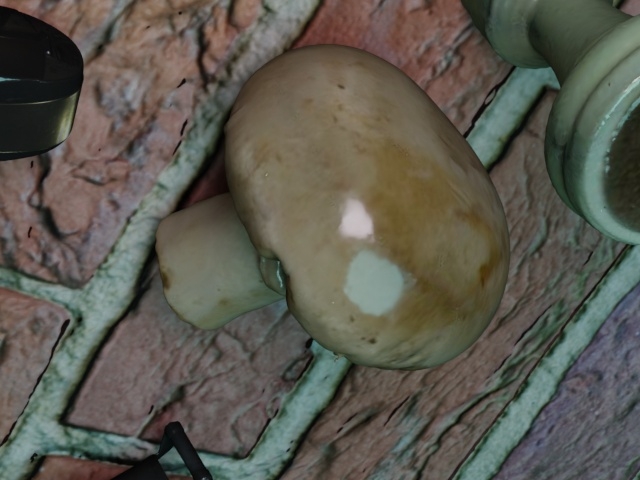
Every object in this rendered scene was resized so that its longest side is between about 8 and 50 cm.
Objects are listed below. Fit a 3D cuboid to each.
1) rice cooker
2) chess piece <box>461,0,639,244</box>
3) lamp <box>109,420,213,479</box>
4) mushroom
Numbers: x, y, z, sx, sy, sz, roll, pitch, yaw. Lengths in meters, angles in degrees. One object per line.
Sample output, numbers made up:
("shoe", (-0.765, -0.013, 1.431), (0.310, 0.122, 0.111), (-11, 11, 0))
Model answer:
("rice cooker", (-0.264, -0.118, 1.068), (0.165, 0.112, 0.106), (-6, 133, -19))
("chess piece", (0.225, -0.152, 1.137), (0.194, 0.299, 0.195), (-12, 130, -15))
("lamp", (-0.211, 0.301, 1.413), (0.227, 0.147, 0.172), (-28, 145, -12))
("mushroom", (0.000, 0.000, 1.194), (0.290, 0.292, 0.292), (-32, 134, 24))
